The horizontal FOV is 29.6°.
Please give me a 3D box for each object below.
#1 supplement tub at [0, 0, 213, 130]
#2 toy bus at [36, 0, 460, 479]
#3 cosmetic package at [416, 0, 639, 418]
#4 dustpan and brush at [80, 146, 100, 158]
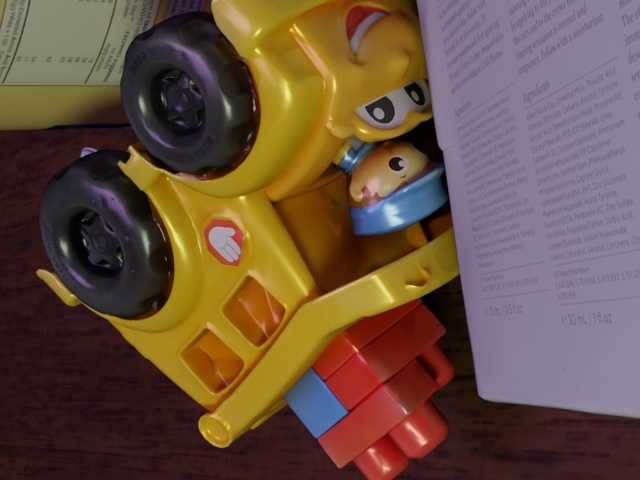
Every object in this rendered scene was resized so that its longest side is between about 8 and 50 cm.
[{"bbox_3d":[-0.171,-0.176,0.625,0.241,0.331,0.241,8,100,51],"label":"supplement tub"},{"bbox_3d":[0.000,0.000,0.564,0.211,0.149,0.220,49,131,11],"label":"toy bus"},{"bbox_3d":[0.120,-0.096,0.341,0.377,0.097,0.284,155,105,-78],"label":"cosmetic package"},{"bbox_3d":[-0.075,-0.014,0.742,0.211,0.060,0.147,35,121,43],"label":"dustpan and brush"}]
